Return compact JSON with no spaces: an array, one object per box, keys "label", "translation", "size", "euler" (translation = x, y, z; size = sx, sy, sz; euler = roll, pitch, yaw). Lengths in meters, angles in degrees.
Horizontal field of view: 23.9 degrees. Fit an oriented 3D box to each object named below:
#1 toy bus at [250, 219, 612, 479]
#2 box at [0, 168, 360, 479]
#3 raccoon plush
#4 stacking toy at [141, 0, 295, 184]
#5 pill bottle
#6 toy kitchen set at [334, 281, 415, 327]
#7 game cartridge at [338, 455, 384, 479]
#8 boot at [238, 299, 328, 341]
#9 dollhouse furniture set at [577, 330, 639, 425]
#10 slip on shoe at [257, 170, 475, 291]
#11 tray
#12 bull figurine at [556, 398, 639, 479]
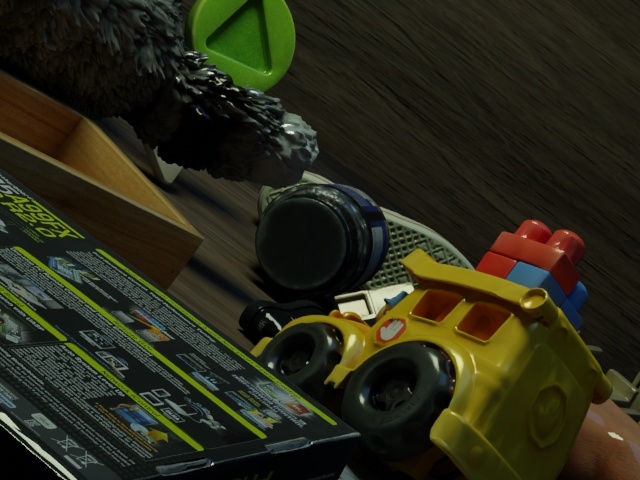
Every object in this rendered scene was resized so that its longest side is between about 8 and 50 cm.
[{"label":"toy bus","translation":[0.086,0.076,1.036],"size":[0.220,0.211,0.149],"euler":[16,-25,47]},{"label":"box","translation":[-0.143,0.048,0.690],"size":[0.270,0.060,0.216],"euler":[34,15,25]},{"label":"raccoon plush","translation":[-0.163,-0.203,1.240],"size":[0.446,0.216,0.299],"euler":[18,-5,-14]},{"label":"stacking toy","translation":[-0.195,-0.238,1.657],"size":[0.279,0.309,0.130],"euler":[51,-21,-27]},{"label":"pill bottle","translation":[0.000,0.000,1.598],"size":[0.123,0.123,0.219],"euler":[38,8,8]},{"label":"toy kitchen set","translation":[0.054,0.095,1.363],"size":[0.083,0.075,0.068],"euler":[90,-14,-50]},{"label":"game cartridge","translation":[-0.011,0.165,0.842],"size":[0.196,0.060,0.294],"euler":[33,8,1]},{"label":"boot","translation":[-0.006,0.094,1.307],"size":[0.099,0.045,0.121],"euler":[39,15,31]},{"label":"dollhouse furniture set","translation":[0.305,0.220,1.661],"size":[0.242,0.161,0.212],"euler":[11,24,-44]},{"label":"slip on shoe","translation":[0.068,0.014,1.874],"size":[0.331,0.123,0.101],"euler":[31,5,-10]},{"label":"tray","translation":[-0.284,-0.092,1.063],"size":[0.411,0.076,0.203],"euler":[27,13,-47]},{"label":"bull figurine","translation":[0.235,0.232,1.024],"size":[0.310,0.188,0.101],"euler":[42,10,35]}]
